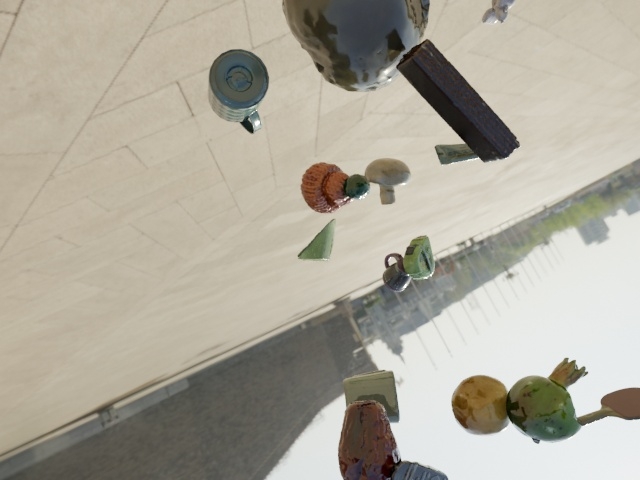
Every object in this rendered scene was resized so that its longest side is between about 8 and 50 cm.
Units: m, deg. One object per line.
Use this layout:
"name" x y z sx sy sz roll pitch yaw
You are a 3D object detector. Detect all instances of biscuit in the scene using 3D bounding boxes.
"biscuit" 0.366 -0.357 1.381 0.073 0.388 0.107 -50 -166 -9

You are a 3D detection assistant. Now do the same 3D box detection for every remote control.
"remote control" 0.286 0.705 1.556 0.266 0.090 0.066 34 165 -36

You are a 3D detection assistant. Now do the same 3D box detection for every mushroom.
"mushroom" 0.309 -0.279 2.349 0.206 0.209 0.206 -19 -150 12

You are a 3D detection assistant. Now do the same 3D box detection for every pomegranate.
"pomegranate" 0.583 0.600 1.894 0.233 0.233 0.233 -26 172 -4
"pomegranate" 0.753 0.517 1.720 0.302 0.236 0.236 -57 175 -9

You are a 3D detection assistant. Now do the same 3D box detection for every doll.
"doll" 0.599 -0.795 1.748 0.059 0.161 0.160 5 -177 -8

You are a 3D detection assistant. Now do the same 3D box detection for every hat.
"hat" 0.111 -0.288 2.743 0.400 0.285 0.285 -2 -172 36

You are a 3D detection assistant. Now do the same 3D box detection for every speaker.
"speaker" 0.188 0.585 1.963 0.184 0.183 0.406 -7 166 3

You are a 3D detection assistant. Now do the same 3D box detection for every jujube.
"jujube" 0.147 0.636 1.580 0.197 0.290 0.197 -4 171 -1

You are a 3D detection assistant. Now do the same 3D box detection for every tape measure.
"tape measure" 0.401 0.083 2.136 0.087 0.178 0.154 -12 -172 43

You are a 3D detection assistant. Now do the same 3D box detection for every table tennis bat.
"table tennis bat" 0.838 0.471 1.468 0.246 0.022 0.138 -16 -169 -6

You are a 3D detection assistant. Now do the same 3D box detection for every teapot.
"teapot" 0.338 0.127 2.230 0.116 0.148 0.146 12 141 -13

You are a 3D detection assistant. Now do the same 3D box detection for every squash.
"squash" 0.016 0.018 1.762 0.184 0.085 0.192 -49 175 1

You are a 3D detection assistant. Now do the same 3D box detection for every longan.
"longan" 0.112 -0.658 1.460 0.404 0.436 0.404 -38 -163 14

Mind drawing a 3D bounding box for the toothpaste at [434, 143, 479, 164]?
"toothpaste" 0.460 -0.266 1.535 0.255 0.067 0.037 -9 162 -11

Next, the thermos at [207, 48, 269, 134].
"thermos" -0.212 -0.372 1.365 0.145 0.182 0.286 -38 -173 -10
